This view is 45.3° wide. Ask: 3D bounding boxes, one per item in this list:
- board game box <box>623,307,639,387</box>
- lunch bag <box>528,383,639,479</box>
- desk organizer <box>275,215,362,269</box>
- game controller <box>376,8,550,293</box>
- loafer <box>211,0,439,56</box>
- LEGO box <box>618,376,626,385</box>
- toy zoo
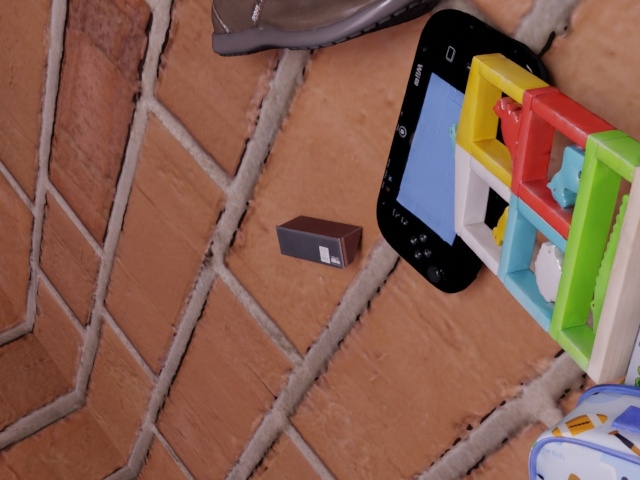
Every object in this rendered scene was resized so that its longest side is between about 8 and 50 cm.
[{"bbox_3d":[0.324,-0.024,0.604,0.053,0.193,0.305,24,128,38],"label":"board game box"},{"bbox_3d":[0.302,0.231,0.537,0.303,0.115,0.243,7,114,48],"label":"lunch bag"},{"bbox_3d":[0.000,0.000,1.095,0.130,0.050,0.047,12,121,44],"label":"desk organizer"},{"bbox_3d":[0.146,-0.092,0.865,0.166,0.067,0.319,37,135,28],"label":"game controller"},{"bbox_3d":[-0.022,-0.291,0.879,0.366,0.134,0.130,7,117,46],"label":"loafer"},{"bbox_3d":[0.508,0.260,0.565,0.500,0.193,0.372,-15,100,51],"label":"LEGO box"},{"bbox_3d":[0.184,-0.041,0.676,0.293,0.030,0.192,-122,26,-52],"label":"toy zoo"}]
